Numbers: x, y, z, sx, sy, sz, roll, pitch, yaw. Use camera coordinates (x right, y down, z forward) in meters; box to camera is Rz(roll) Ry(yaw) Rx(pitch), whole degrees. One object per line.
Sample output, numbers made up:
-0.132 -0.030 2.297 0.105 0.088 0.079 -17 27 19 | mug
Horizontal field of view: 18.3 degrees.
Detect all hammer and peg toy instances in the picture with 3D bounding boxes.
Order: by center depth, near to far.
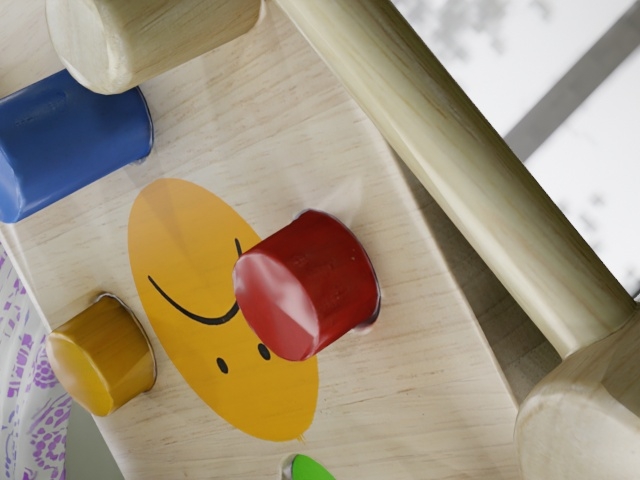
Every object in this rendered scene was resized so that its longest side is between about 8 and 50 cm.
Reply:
0.000 0.000 0.600 0.361 0.127 0.266 -22 97 57 | hammer and peg toy

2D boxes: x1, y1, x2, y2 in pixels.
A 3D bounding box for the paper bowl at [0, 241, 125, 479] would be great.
-0.074 0.037 0.963 0.148 0.284 0.284 25 175 36 | paper bowl
